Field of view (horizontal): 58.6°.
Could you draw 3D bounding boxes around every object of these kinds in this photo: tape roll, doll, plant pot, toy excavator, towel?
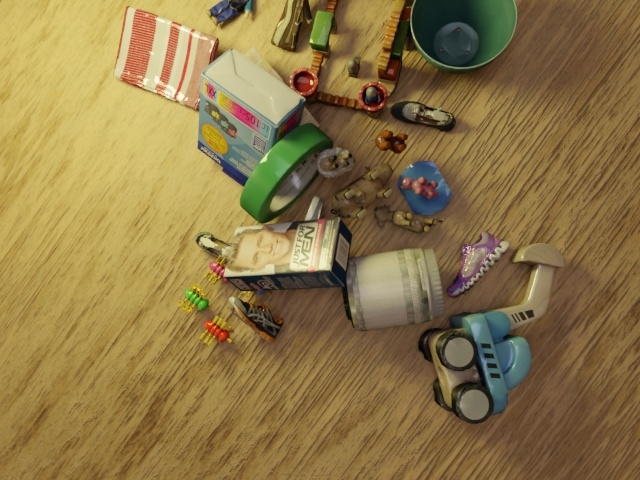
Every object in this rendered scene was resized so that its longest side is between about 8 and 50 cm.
[{"bbox_3d":[-0.096,-0.191,1.655,0.077,0.321,0.321,41,92,9],"label":"tape roll"},{"bbox_3d":[-0.273,-0.765,1.843,0.189,0.046,0.129,-36,74,-2],"label":"doll"},{"bbox_3d":[0.409,-0.614,1.678,0.291,0.195,0.290,0,87,7],"label":"plant pot"},{"bbox_3d":[0.518,0.259,1.641,0.446,0.222,0.432,-14,85,-8],"label":"toy excavator"},{"bbox_3d":[-0.502,-0.584,1.829,0.329,0.037,0.237,23,110,8],"label":"towel"}]

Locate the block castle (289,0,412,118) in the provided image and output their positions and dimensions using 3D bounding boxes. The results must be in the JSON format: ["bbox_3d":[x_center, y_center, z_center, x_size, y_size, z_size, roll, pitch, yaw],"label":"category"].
[{"bbox_3d":[0.108,-0.613,1.707,0.303,0.213,0.452,15,89,7],"label":"block castle"}]

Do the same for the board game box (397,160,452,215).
[{"bbox_3d":[0.320,-0.161,1.745,0.133,0.033,0.168,-30,92,26],"label":"board game box"}]

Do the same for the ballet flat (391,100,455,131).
[{"bbox_3d":[0.315,-0.387,1.742,0.203,0.074,0.074,18,89,8],"label":"ballet flat"}]

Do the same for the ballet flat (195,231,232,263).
[{"bbox_3d":[-0.315,0.030,1.801,0.189,0.070,0.070,24,90,7],"label":"ballet flat"}]

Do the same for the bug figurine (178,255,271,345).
[{"bbox_3d":[-0.302,0.179,1.786,0.216,0.072,0.279,40,87,1],"label":"bug figurine"}]

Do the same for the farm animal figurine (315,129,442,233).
[{"bbox_3d":[0.170,-0.146,1.689,0.327,0.172,0.330,-20,99,-15],"label":"farm animal figurine"}]

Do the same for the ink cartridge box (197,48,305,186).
[{"bbox_3d":[-0.217,-0.317,1.687,0.270,0.395,0.151,37,61,8],"label":"ink cartridge box"}]

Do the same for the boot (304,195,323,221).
[{"bbox_3d":[0.000,0.000,1.760,0.124,0.095,0.258,15,98,1],"label":"boot"}]

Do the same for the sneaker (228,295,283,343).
[{"bbox_3d":[-0.198,0.226,1.738,0.083,0.084,0.215,-50,127,-10],"label":"sneaker"}]

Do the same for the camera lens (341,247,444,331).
[{"bbox_3d":[0.205,0.141,1.653,0.275,0.219,0.219,-9,86,7],"label":"camera lens"}]

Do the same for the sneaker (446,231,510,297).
[{"bbox_3d":[0.450,0.066,1.698,0.104,0.095,0.236,43,88,14],"label":"sneaker"}]

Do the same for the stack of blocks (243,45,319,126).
[{"bbox_3d":[-0.135,-0.439,1.746,0.087,0.171,0.297,-40,101,4],"label":"stack of blocks"}]

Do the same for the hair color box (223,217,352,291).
[{"bbox_3d":[-0.094,0.044,1.643,0.348,0.105,0.173,-5,58,26],"label":"hair color box"}]

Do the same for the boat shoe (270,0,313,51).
[{"bbox_3d":[-0.062,-0.706,1.760,0.095,0.095,0.257,26,129,-7],"label":"boat shoe"}]
